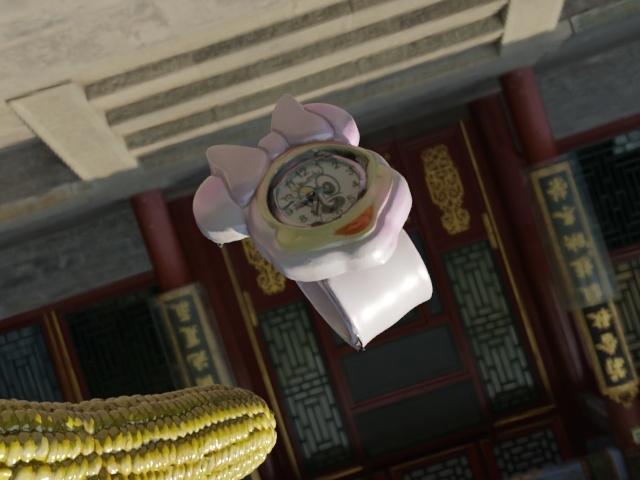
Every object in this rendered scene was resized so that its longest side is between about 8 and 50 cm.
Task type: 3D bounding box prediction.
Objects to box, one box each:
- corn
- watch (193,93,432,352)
[{"bbox_3d":[-0.143,0.153,0.572,0.101,0.101,0.292,-18,167,36],"label":"corn"},{"bbox_3d":[0.000,0.000,0.879,0.211,0.248,0.217,-35,141,-12],"label":"watch"}]
